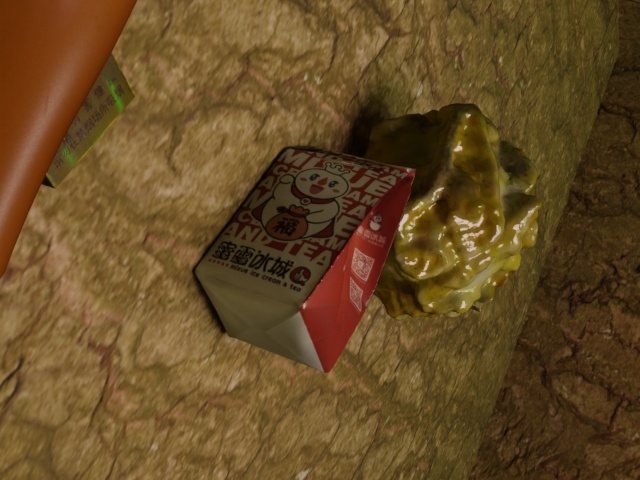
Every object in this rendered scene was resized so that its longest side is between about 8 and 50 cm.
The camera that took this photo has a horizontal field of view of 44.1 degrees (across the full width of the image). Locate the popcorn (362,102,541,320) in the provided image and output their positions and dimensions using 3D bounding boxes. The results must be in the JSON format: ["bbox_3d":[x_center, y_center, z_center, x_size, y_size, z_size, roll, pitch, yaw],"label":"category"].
[{"bbox_3d":[0.184,-0.046,1.181,0.312,0.312,0.312,-39,137,-49],"label":"popcorn"}]

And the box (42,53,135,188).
[{"bbox_3d":[-0.230,-0.151,0.635,0.121,0.030,0.193,-59,150,-28],"label":"box"}]

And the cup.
[{"bbox_3d":[-0.219,-0.093,0.463,0.182,0.226,0.263,16,110,-24],"label":"cup"}]

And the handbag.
[{"bbox_3d":[0.000,0.000,1.004,0.298,0.171,0.151,-55,147,-31],"label":"handbag"}]
